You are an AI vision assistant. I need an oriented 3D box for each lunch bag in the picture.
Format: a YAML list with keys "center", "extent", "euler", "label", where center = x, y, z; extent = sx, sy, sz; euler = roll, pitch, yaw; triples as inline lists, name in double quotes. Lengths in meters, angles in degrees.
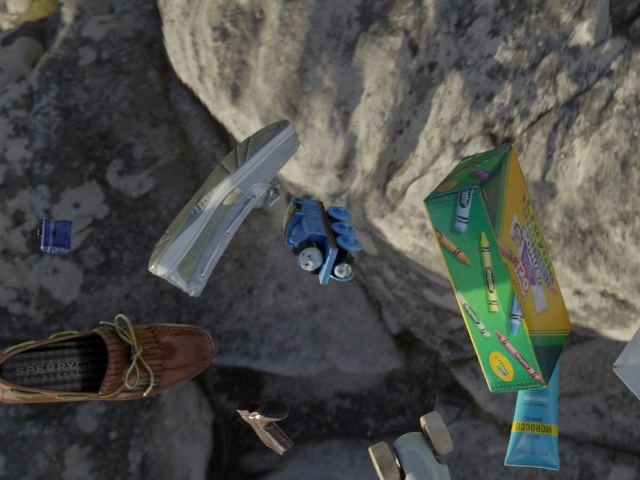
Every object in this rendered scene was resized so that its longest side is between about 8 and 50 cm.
- center: [-0.535, -0.009, 1.780]
  extent: [0.065, 0.098, 0.067]
  euler: [4, 83, -17]
  label: "lunch bag"

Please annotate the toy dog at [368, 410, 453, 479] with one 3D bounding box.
- center: [0.212, 0.500, 1.682]
  extent: [0.220, 0.161, 0.334]
  euler: [-6, 70, 6]
  label: "toy dog"

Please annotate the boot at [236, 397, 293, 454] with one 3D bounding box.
- center: [-0.066, 0.295, 1.383]
  extent: [0.106, 0.037, 0.114]
  euler: [0, 132, 43]
  label: "boot"

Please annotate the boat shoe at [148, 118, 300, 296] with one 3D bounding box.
- center: [-0.135, -0.050, 1.362]
  extent: [0.103, 0.118, 0.320]
  euler: [37, 103, -19]
  label: "boat shoe"

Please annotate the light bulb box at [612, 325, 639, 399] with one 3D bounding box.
- center: [0.769, 0.276, 1.504]
  extent: [0.361, 0.358, 0.225]
  euler: [23, 108, -20]
  label: "light bulb box"

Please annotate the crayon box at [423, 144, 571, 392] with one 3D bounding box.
- center: [0.237, 0.036, 1.157]
  extent: [0.081, 0.165, 0.278]
  euler: [-13, 107, 31]
  label: "crayon box"

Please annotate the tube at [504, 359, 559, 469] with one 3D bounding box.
- center: [0.337, 0.252, 1.376]
  extent: [0.080, 0.207, 0.052]
  euler: [-2, 150, 26]
  label: "tube"

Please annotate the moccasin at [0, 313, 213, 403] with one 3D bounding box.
- center: [-0.367, 0.202, 1.519]
  extent: [0.147, 0.380, 0.139]
  euler: [150, 119, -65]
  label: "moccasin"

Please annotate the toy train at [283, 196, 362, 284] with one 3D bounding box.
- center: [0.000, 0.000, 1.389]
  extent: [0.105, 0.184, 0.080]
  euler: [8, 118, -13]
  label: "toy train"
